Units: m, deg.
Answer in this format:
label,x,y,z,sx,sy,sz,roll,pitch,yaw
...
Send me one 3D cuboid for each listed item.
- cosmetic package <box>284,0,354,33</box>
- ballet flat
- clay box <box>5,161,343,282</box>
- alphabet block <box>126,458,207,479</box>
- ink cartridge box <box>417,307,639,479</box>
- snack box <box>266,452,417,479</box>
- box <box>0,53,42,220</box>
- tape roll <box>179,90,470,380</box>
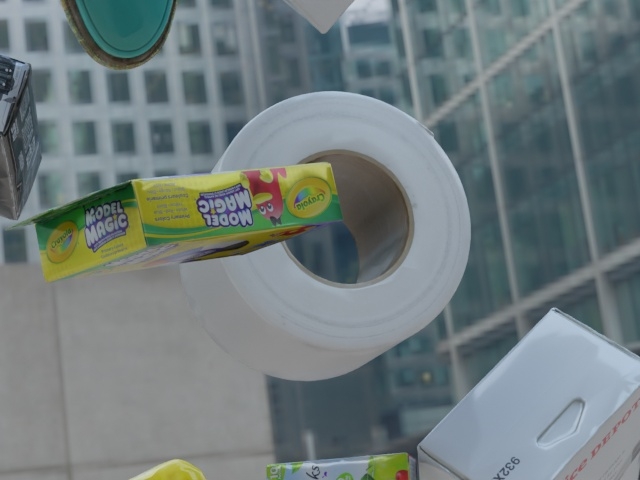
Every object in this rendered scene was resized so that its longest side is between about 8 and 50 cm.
label,x,y,z,sx,sy,sz,roll,pitch,yaw
cosmetic package,-0.066,-0.498,2.196,0.230,0.161,0.453,-49,-35,2
ballet flat,-0.197,-0.318,1.409,0.123,0.348,0.123,-9,3,1
clay box,-0.107,-0.012,1.197,0.222,0.053,0.127,-9,-6,-43
alphabet block,-0.112,0.246,0.758,0.192,0.193,0.197,-25,-18,-22
ink cartridge box,0.217,0.254,1.662,0.223,0.129,0.307,-42,-32,-26
snack box,0.021,0.258,1.540,0.141,0.100,0.037,-7,-20,16
box,-0.410,-0.132,1.464,0.307,0.076,0.242,19,-18,-2
tape roll,0.000,0.000,1.533,0.246,0.246,0.169,-3,-13,-16
